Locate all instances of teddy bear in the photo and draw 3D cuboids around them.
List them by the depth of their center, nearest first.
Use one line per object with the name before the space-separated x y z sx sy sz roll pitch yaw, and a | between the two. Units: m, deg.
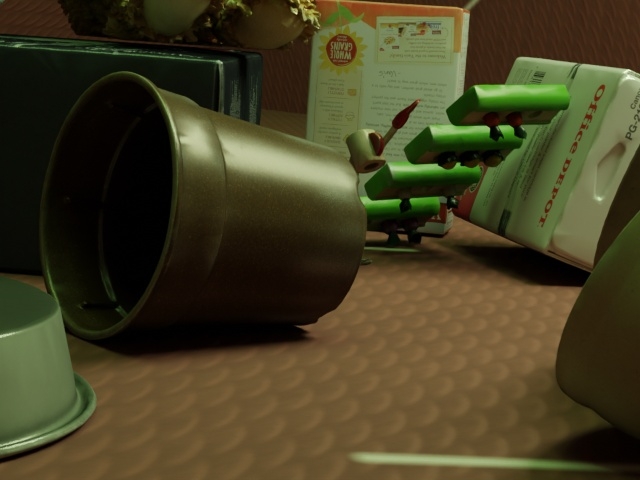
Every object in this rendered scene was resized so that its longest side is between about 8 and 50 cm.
teddy bear | -0.130 -0.227 1.345 0.245 0.113 0.338 5 7 -11

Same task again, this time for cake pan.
cake pan | -0.257 0.052 0.757 0.293 0.054 0.293 4 7 -1

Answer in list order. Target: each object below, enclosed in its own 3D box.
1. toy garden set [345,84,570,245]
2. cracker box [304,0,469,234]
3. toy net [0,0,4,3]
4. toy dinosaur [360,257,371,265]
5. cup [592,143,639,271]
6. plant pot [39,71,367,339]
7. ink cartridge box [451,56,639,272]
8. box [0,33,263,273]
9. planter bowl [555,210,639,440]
toy garden set | 0.078 -0.055 1.365 0.203 0.049 0.244 -4 -24 -35
cracker box | 0.066 -0.128 1.586 0.155 0.232 0.067 6 7 11
toy net | -0.327 -0.185 1.199 0.122 0.045 0.232 5 8 19
toy dinosaur | 0.000 0.000 1.337 0.090 0.047 0.082 -4 -14 21
cup | 0.366 -0.038 0.977 0.237 0.331 0.331 35 20 21
plant pot | -0.070 -0.012 0.993 0.165 0.167 0.167 9 3 -37
ink cartridge box | 0.232 -0.069 1.407 0.100 0.172 0.237 22 3 -18
box | -0.234 -0.084 1.303 0.343 0.179 0.312 4 9 2
planter bowl | 0.212 0.047 0.755 0.109 0.162 0.162 41 28 31
